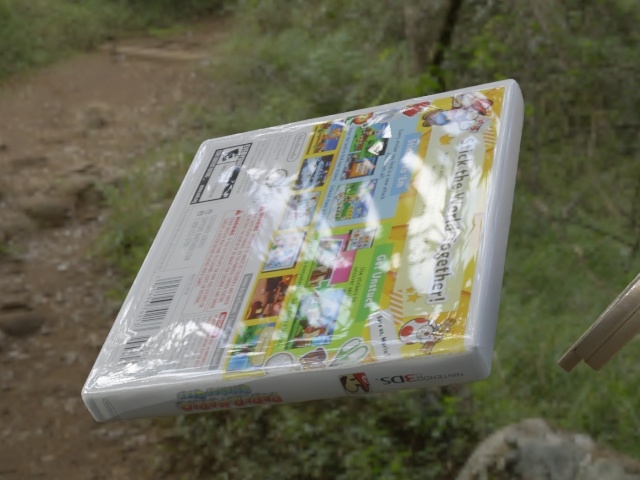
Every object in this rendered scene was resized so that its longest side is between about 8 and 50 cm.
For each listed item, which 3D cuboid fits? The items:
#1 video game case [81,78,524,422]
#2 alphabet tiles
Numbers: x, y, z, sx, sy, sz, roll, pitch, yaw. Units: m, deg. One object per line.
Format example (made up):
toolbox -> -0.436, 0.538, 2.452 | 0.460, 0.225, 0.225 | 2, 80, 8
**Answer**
video game case -> 0.000, 0.000, 0.646 | 0.206, 0.026, 0.227 | -9, 35, 21
alphabet tiles -> 0.242, -0.035, 0.667 | 0.021, 0.278, 0.284 | 43, 46, 11
